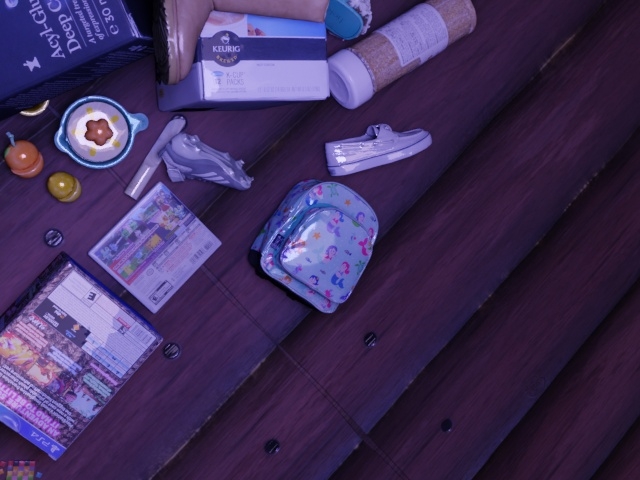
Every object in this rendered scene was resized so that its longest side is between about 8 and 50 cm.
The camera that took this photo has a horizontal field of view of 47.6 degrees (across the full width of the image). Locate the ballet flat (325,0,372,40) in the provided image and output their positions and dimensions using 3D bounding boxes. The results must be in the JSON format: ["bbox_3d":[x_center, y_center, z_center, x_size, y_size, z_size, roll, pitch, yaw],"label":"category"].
[{"bbox_3d":[-0.059,-0.563,1.472,0.408,0.147,0.147,33,83,-27],"label":"ballet flat"}]

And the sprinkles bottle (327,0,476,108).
[{"bbox_3d":[0.175,-0.423,1.581,0.355,0.121,0.121,-35,110,-16],"label":"sprinkles bottle"}]

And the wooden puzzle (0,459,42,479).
[{"bbox_3d":[-0.587,0.454,1.418,0.083,0.006,0.049,7,94,-25],"label":"wooden puzzle"}]

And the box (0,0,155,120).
[{"bbox_3d":[-0.486,-0.373,1.138,0.395,0.212,0.294,-22,100,8],"label":"box"}]

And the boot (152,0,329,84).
[{"bbox_3d":[-0.113,-0.352,1.097,0.269,0.089,0.236,-3,97,-24],"label":"boot"}]

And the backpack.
[{"bbox_3d":[0.000,0.000,1.532,0.225,0.191,0.254,37,76,-23],"label":"backpack"}]

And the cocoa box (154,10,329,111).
[{"bbox_3d":[-0.158,-0.358,1.315,0.231,0.347,0.228,-6,98,-23],"label":"cocoa box"}]

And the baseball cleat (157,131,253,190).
[{"bbox_3d":[-0.237,-0.146,1.470,0.109,0.072,0.206,-34,135,23],"label":"baseball cleat"}]

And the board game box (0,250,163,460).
[{"bbox_3d":[-0.487,0.209,1.356,0.291,0.141,0.232,-49,113,-11],"label":"board game box"}]

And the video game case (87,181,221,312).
[{"bbox_3d":[-0.331,0.015,1.467,0.201,0.023,0.183,-47,113,-11],"label":"video game case"}]

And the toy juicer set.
[{"bbox_3d":[-0.425,-0.166,1.363,0.328,0.089,0.209,12,92,-26],"label":"toy juicer set"}]

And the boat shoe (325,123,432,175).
[{"bbox_3d":[0.131,-0.216,1.604,0.258,0.095,0.084,-21,109,-22],"label":"boat shoe"}]
